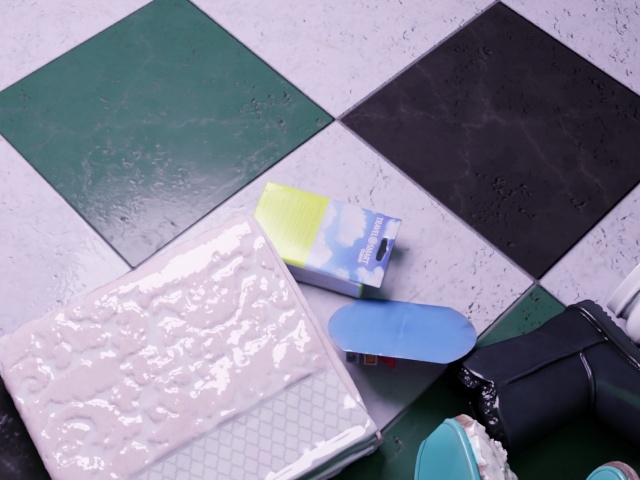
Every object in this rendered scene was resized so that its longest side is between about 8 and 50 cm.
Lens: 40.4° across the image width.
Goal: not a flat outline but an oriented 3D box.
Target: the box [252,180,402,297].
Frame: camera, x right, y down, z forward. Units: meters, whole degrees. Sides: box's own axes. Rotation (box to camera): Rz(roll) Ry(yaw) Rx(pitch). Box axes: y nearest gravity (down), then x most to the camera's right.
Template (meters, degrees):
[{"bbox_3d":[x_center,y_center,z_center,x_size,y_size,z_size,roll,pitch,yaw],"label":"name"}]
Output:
[{"bbox_3d":[0.000,0.000,1.074,0.178,0.042,0.109,16,60,8],"label":"box"}]

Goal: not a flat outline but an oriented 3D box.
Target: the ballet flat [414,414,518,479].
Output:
[{"bbox_3d":[0.170,0.376,0.817,0.147,0.147,0.409,1,61,-2],"label":"ballet flat"}]

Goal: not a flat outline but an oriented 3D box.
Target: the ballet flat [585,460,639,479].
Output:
[{"bbox_3d":[0.301,0.377,0.828,0.106,0.107,0.316,22,62,-26],"label":"ballet flat"}]

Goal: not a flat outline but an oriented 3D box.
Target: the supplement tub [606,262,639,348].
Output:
[{"bbox_3d":[0.439,0.098,0.973,0.144,0.144,0.199,-36,65,-22],"label":"supplement tub"}]

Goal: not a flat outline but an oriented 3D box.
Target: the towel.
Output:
[{"bbox_3d":[-0.145,0.162,0.939,0.331,0.053,0.317,-28,68,-16],"label":"towel"}]

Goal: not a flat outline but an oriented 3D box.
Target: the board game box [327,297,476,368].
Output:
[{"bbox_3d":[0.092,0.114,0.995,0.168,0.033,0.133,6,23,10],"label":"board game box"}]

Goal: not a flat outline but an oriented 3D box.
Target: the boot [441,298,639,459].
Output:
[{"bbox_3d":[0.274,0.191,0.935,0.207,0.094,0.246,-23,55,-20],"label":"boot"}]
